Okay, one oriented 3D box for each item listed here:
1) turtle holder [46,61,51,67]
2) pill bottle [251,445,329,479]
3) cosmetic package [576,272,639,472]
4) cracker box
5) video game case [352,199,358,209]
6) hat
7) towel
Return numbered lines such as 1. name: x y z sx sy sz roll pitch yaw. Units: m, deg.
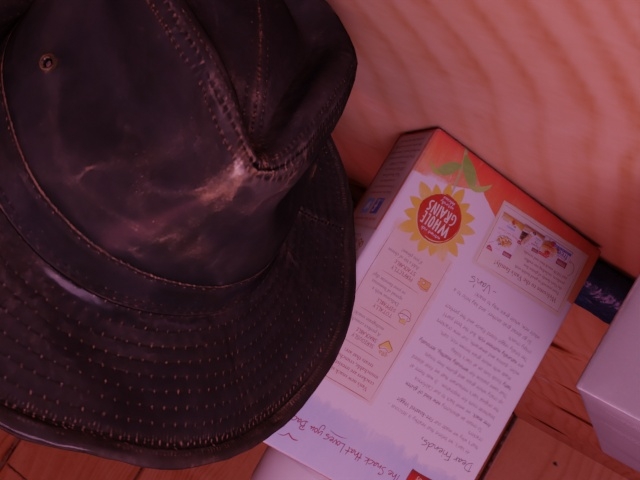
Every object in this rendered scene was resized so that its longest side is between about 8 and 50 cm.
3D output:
1. turtle holder: -0.123 -0.042 0.635 0.320 0.243 0.227 25 -175 32
2. pill bottle: 0.071 0.114 0.686 0.160 0.283 0.160 30 172 4
3. cosmetic package: 0.223 0.076 0.452 0.107 0.127 0.238 27 173 31
4. cracker box: 0.068 0.062 0.557 0.156 0.232 0.067 34 172 -17
5. video game case: 0.008 0.038 0.816 0.193 0.212 0.023 34 138 -18
6. hat: -0.060 -0.067 0.393 0.331 0.331 0.134 35 133 -25
7. towel: 0.237 0.054 0.616 0.119 0.029 0.067 32 172 -2
